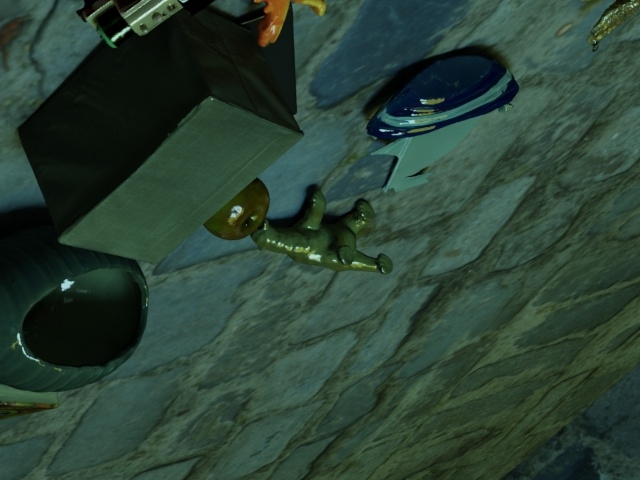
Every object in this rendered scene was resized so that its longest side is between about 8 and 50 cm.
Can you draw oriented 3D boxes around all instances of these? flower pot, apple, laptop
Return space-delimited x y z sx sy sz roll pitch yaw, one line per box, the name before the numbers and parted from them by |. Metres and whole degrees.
flower pot | -0.305 0.076 1.564 0.157 0.189 0.243 8 -174 38
apple | -0.105 -0.044 1.673 0.089 0.074 0.089 -25 153 -14
laptop | -0.090 -0.179 1.522 0.135 0.016 0.197 -21 151 -12

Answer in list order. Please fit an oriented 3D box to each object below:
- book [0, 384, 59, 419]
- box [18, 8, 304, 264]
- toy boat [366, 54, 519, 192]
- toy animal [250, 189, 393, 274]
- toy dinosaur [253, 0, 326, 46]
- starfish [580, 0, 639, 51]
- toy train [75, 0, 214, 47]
book | -0.547 0.180 1.539 0.300 0.039 0.428 -12 165 33
box | -0.162 -0.109 1.405 0.231 0.149 0.155 -40 149 25
toy boat | 0.143 -0.128 1.788 0.220 0.067 0.291 -20 155 -19
toy animal | 0.000 0.000 1.856 0.101 0.103 0.219 -16 167 30
toy dinosaur | -0.035 -0.295 1.315 0.117 0.070 0.288 -12 144 -29
starfish | 0.431 -0.348 1.680 0.302 0.060 0.299 -32 160 -7
toy train | -0.160 -0.232 1.277 0.138 0.087 0.050 -34 150 8
